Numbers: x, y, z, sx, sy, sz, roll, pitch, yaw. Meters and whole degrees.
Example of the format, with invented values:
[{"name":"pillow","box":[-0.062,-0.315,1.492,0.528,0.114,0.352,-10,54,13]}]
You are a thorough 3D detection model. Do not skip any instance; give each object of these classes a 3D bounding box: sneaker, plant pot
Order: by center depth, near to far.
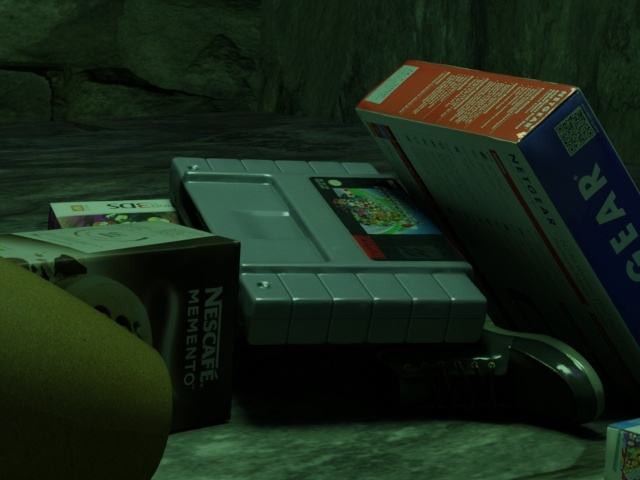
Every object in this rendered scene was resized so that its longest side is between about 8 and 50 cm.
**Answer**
[{"name":"plant pot","box":[-0.240,0.107,1.245,0.254,0.237,0.237,14,2,-33]},{"name":"sneaker","box":[0.142,0.133,1.610,0.118,0.083,0.222,-27,32,-38]}]

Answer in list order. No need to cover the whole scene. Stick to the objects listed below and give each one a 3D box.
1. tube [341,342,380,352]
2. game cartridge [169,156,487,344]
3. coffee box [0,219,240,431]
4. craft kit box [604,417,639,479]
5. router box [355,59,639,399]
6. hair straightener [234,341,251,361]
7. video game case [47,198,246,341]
[{"name":"tube","box":[0.095,0.108,1.801,0.207,0.052,0.080,19,29,40]},{"name":"game cartridge","box":[0.000,0.000,1.709,0.230,0.068,0.355,-4,24,-16]},{"name":"coffee box","box":[-0.218,0.081,1.486,0.297,0.168,0.119,-7,14,-43]},{"name":"craft kit box","box":[0.400,0.181,1.415,0.250,0.061,0.247,-6,10,-40]},{"name":"router box","box":[0.213,-0.008,1.723,0.082,0.335,0.301,-41,26,-15]},{"name":"hair straightener","box":[-0.120,0.099,1.749,0.089,0.047,0.230,4,15,12]},{"name":"video game case","box":[-0.142,0.027,1.750,0.210,0.041,0.232,-2,29,-21]}]
